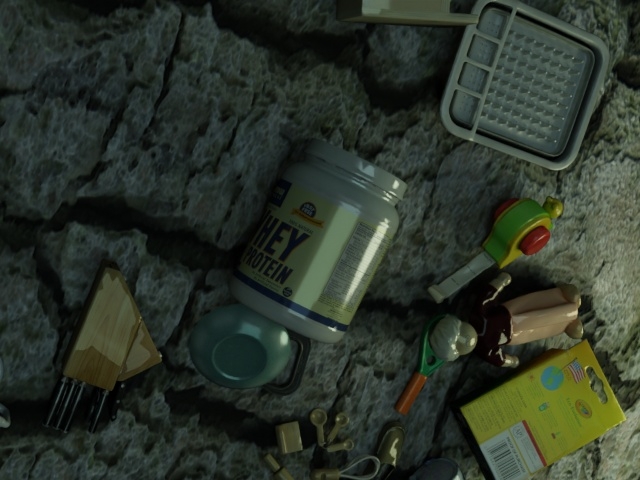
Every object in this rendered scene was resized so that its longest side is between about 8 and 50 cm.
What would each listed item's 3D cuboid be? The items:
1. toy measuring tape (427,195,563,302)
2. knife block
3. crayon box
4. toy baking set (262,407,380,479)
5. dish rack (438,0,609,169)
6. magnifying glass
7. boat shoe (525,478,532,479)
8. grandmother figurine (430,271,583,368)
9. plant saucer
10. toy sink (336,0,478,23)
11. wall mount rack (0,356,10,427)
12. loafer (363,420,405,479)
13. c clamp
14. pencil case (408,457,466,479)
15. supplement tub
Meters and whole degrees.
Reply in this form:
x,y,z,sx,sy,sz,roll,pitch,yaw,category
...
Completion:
x,y,z,sx,sy,sz,roll,pitch,yaw,category
0.355,0.004,1.927,0.330,0.121,0.121,-33,107,-10,toy measuring tape
-0.426,0.203,1.739,0.242,0.088,0.275,-25,106,-12,knife block
0.458,0.364,2.018,0.319,0.081,0.202,-26,91,-10,crayon box
0.012,0.454,1.908,0.197,0.030,0.256,-34,91,-19,toy baking set
0.395,-0.312,1.905,0.333,0.072,0.285,17,93,-22,dish rack
0.222,0.255,1.984,0.092,0.026,0.231,30,88,-20,magnifying glass
0.418,0.593,2.084,0.059,0.063,0.170,33,79,-17,boat shoe
0.376,0.170,1.961,0.342,0.104,0.207,-13,94,-22,grandmother figurine
-0.154,0.213,1.815,0.195,0.037,0.194,-1,118,-1,plant saucer
0.163,-0.469,1.772,0.234,0.153,0.131,0,99,-16,toy sink
-0.722,0.304,1.645,0.304,0.130,0.350,40,86,-19,wall mount rack
0.139,0.445,1.975,0.056,0.050,0.148,21,93,-19,loafer
-0.087,0.226,1.886,0.137,0.022,0.160,9,95,-23,c clamp
0.283,0.594,2.013,0.124,0.113,0.273,-27,106,3,pencil case
0.000,0.000,1.758,0.235,0.235,0.324,26,91,-19,supplement tub
